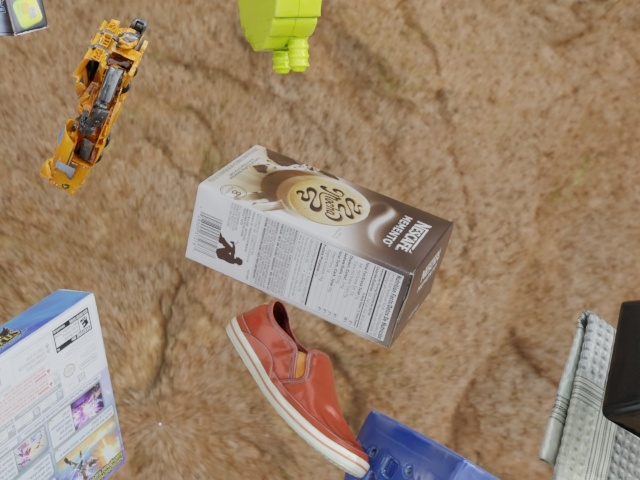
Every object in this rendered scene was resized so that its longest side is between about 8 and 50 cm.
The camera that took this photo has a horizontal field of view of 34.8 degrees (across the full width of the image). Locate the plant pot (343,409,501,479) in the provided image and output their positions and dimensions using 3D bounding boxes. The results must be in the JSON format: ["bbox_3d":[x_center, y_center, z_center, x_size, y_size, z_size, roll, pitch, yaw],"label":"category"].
[{"bbox_3d":[0.157,0.411,1.473,0.236,0.236,0.212,37,78,-32],"label":"plant pot"}]

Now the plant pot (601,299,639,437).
[{"bbox_3d":[0.531,0.188,1.423,0.187,0.167,0.188,31,62,-21],"label":"plant pot"}]

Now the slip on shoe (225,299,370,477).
[{"bbox_3d":[-0.023,0.210,1.501,0.101,0.123,0.331,-40,53,1],"label":"slip on shoe"}]

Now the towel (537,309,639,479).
[{"bbox_3d":[0.490,0.322,1.626,0.312,0.056,0.324,35,55,-20],"label":"towel"}]

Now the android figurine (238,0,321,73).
[{"bbox_3d":[-0.038,-0.293,0.950,0.056,0.248,0.273,-6,97,-16],"label":"android figurine"}]

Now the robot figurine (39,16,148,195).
[{"bbox_3d":[-0.350,-0.216,1.589,0.085,0.291,0.211,23,42,-12],"label":"robot figurine"}]

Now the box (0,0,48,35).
[{"bbox_3d":[-0.295,-0.276,0.846,0.036,0.114,0.207,-29,119,-45],"label":"box"}]

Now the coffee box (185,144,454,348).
[{"bbox_3d":[0.000,0.000,1.324,0.297,0.168,0.119,23,121,14],"label":"coffee box"}]

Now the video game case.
[{"bbox_3d":[-0.346,0.222,1.186,0.061,0.269,0.244,5,114,26],"label":"video game case"}]
